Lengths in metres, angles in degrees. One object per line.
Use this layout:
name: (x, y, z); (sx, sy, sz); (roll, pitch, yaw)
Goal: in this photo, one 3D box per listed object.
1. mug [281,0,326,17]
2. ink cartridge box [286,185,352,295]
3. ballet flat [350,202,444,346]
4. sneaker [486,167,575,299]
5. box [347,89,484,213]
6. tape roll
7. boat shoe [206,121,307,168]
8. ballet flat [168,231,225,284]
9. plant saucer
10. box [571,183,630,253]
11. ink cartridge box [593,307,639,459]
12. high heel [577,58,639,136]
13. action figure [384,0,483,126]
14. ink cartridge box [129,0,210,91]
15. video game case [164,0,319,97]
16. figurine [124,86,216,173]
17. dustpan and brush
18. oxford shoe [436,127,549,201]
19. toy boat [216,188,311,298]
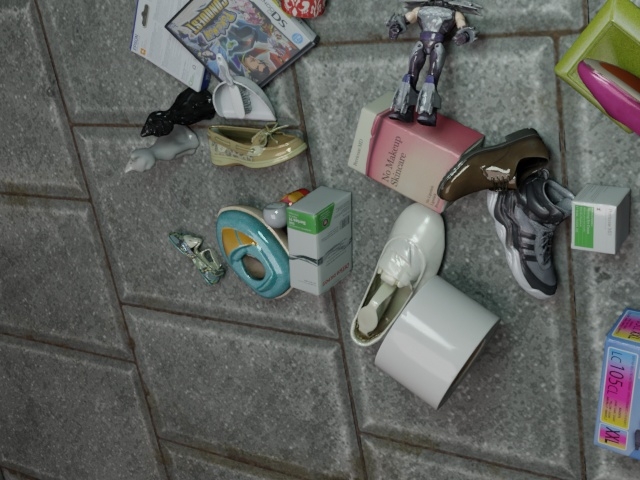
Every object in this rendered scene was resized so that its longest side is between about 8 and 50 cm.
mug: (-0.045, -0.556, 1.830); (0.150, 0.113, 0.169); (17, 128, 15)
ink cartridge box: (0.000, 0.000, 2.068); (0.087, 0.153, 0.208); (15, 121, 30)
ballet flat: (0.166, 0.096, 2.015); (0.139, 0.139, 0.400); (35, 129, 16)
sneaker: (0.441, -0.013, 1.772); (0.153, 0.101, 0.269); (-18, 100, 43)
box: (0.194, -0.184, 1.844); (0.232, 0.127, 0.149); (29, 128, 20)
tape roll: (0.253, 0.220, 1.942); (0.169, 0.246, 0.246); (34, 129, 16)
boat shoe: (-0.158, -0.226, 2.093); (0.285, 0.104, 0.089); (1, 117, 36)
ballet flat: (-0.324, 0.032, 2.392); (0.188, 0.070, 0.070); (46, 132, 4)
plant saucer: (0.531, -0.307, 1.588); (0.188, 0.045, 0.188); (43, 131, 10)
box: (0.529, -0.041, 1.694); (0.087, 0.102, 0.101); (8, 117, 30)
ink cartridge box: (0.743, 0.311, 1.702); (0.395, 0.151, 0.270); (12, 121, 29)
high heel: (0.553, -0.151, 1.552); (0.377, 0.127, 0.181); (37, 123, -6)
action figure: (0.209, -0.364, 1.712); (0.185, 0.099, 0.285); (13, 93, 32)
ink cartridge box: (-0.340, -0.498, 2.116); (0.224, 0.045, 0.223); (33, 130, 16)
video game case: (-0.177, -0.459, 1.976); (0.248, 0.035, 0.275); (44, 134, -18)
figurine: (-0.373, -0.256, 2.162); (0.092, 0.209, 0.215); (44, 132, 9)
dustpan and brush: (-0.193, -0.343, 2.025); (0.147, 0.060, 0.211); (6, 134, 22)
oxford shoe: (0.331, -0.129, 1.715); (0.083, 0.227, 0.096); (55, -171, -52)
toy boat: (-0.138, -0.007, 2.168); (0.267, 0.148, 0.318); (46, 132, 7)
